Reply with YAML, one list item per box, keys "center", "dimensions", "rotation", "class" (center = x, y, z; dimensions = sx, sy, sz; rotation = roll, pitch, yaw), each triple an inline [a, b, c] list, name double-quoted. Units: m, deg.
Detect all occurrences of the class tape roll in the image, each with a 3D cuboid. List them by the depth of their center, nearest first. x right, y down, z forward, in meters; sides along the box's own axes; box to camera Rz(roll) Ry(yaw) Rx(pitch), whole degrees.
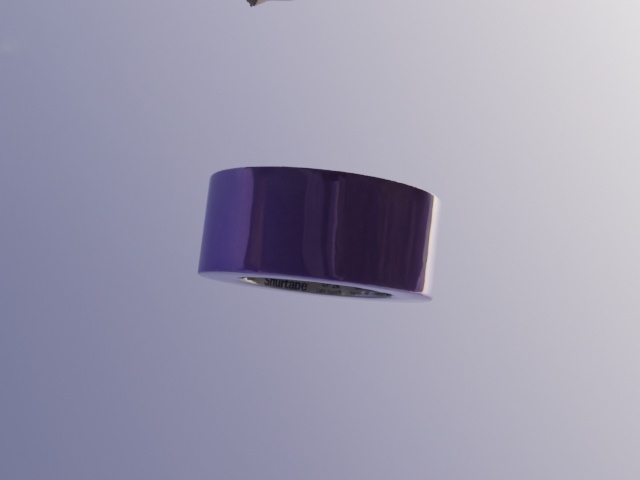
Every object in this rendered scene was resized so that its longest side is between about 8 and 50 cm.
- center: [0.000, 0.000, 0.697]
  dimensions: [0.189, 0.189, 0.080]
  rotation: [11, -98, -31]
  class: "tape roll"

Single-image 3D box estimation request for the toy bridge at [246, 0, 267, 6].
- center: [0.001, -0.250, 0.787]
  dimensions: [0.188, 0.063, 0.026]
  rotation: [-35, -93, -34]
  class: "toy bridge"
